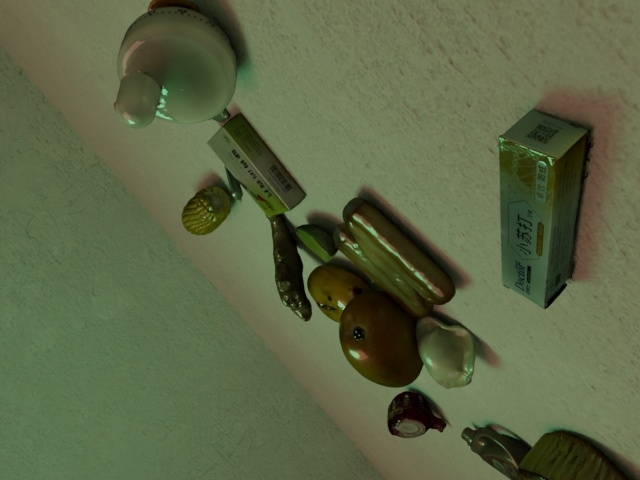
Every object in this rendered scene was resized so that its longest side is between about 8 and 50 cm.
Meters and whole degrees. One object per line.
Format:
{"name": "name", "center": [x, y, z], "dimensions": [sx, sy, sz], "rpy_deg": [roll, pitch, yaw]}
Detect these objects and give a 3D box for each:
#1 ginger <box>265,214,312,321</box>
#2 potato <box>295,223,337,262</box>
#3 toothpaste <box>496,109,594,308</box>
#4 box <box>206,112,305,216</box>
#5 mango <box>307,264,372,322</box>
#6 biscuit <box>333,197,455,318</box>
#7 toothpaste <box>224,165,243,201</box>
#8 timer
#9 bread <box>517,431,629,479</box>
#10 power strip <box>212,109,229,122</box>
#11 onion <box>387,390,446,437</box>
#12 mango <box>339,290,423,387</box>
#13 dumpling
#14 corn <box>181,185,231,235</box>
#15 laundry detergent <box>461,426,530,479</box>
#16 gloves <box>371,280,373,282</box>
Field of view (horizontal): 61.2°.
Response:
{"name": "ginger", "center": [-0.094, 0.074, 1.564], "dimensions": [0.166, 0.080, 0.333], "rpy_deg": [28, -136, -76]}
{"name": "potato", "center": [0.000, 0.000, 1.376], "dimensions": [0.119, 0.054, 0.198], "rpy_deg": [51, 170, -10]}
{"name": "toothpaste", "center": [0.303, -0.029, 0.748], "dimensions": [0.089, 0.071, 0.313], "rpy_deg": [35, 158, 38]}
{"name": "box", "center": [-0.167, -0.182, 1.376], "dimensions": [0.261, 0.062, 0.175], "rpy_deg": [52, 160, -13]}
{"name": "mango", "center": [0.041, 0.151, 1.512], "dimensions": [0.177, 0.120, 0.294], "rpy_deg": [53, 159, -14]}
{"name": "biscuit", "center": [0.152, 0.044, 1.179], "dimensions": [0.290, 0.062, 0.237], "rpy_deg": [44, 161, 10]}
{"name": "toothpaste", "center": [-0.240, -0.173, 1.477], "dimensions": [0.048, 0.029, 0.197], "rpy_deg": [61, -175, -50]}
{"name": "timer", "center": [-0.282, -0.325, 1.063], "dimensions": [0.234, 0.233, 0.240], "rpy_deg": [73, -169, -51]}
{"name": "bread", "center": [0.579, 0.551, 1.196], "dimensions": [0.253, 0.142, 0.227], "rpy_deg": [40, 158, 8]}
{"name": "power strip", "center": [-0.258, -0.321, 1.350], "dimensions": [0.083, 0.035, 0.055], "rpy_deg": [6, 138, 41]}
{"name": "onion", "center": [0.318, 0.577, 1.801], "dimensions": [0.198, 0.136, 0.173], "rpy_deg": [9, 140, -10]}
{"name": "mango", "center": [0.165, 0.252, 1.343], "dimensions": [0.172, 0.212, 0.317], "rpy_deg": [-13, 144, 31]}
{"name": "dumpling", "center": [0.293, 0.246, 1.243], "dimensions": [0.099, 0.170, 0.134], "rpy_deg": [13, 144, -34]}
{"name": "corn", "center": [-0.394, -0.100, 1.874], "dimensions": [0.144, 0.144, 0.387], "rpy_deg": [50, 156, -11]}
{"name": "laundry detergent", "center": [0.491, 0.579, 1.513], "dimensions": [0.237, 0.076, 0.171], "rpy_deg": [25, 150, 48]}
{"name": "gloves", "center": [0.140, 0.087, 1.340], "dimensions": [0.064, 0.026, 0.086], "rpy_deg": [43, 164, 12]}
